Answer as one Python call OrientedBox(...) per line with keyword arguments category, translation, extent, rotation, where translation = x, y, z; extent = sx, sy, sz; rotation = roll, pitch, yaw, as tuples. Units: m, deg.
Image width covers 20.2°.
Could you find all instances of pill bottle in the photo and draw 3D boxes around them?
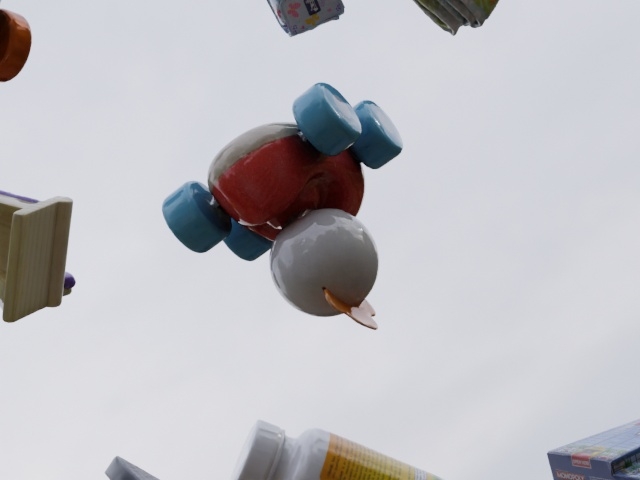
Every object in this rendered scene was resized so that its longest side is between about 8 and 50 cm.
OrientedBox(category="pill bottle", translation=(0.020, 0.303, 2.121), extent=(0.246, 0.136, 0.136), rotation=(23, -41, -5))

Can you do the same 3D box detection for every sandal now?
OrientedBox(category="sandal", translation=(-0.140, 0.243, 1.538), extent=(0.054, 0.097, 0.254), rotation=(-57, 16, -4))

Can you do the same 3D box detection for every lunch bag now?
OrientedBox(category="lunch bag", translation=(-0.020, -0.269, 1.955), extent=(0.071, 0.083, 0.053), rotation=(-23, -15, -10))

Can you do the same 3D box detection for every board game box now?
OrientedBox(category="board game box", translation=(0.364, 0.212, 1.788), extent=(0.194, 0.060, 0.194), rotation=(-20, 10, -30))

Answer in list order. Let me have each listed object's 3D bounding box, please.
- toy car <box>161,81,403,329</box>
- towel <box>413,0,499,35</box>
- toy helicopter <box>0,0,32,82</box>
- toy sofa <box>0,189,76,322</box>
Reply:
OrientedBox(category="toy car", translation=(0.000, 0.000, 1.862), extent=(0.219, 0.238, 0.210), rotation=(-35, -19, 18))
OrientedBox(category="towel", translation=(0.169, -0.498, 2.314), extent=(0.320, 0.090, 0.374), rotation=(40, -109, -38))
OrientedBox(category="toy helicopter", translation=(-0.484, -0.281, 2.082), extent=(0.355, 0.235, 0.140), rotation=(-14, -19, 41))
OrientedBox(category="toy sofa", translation=(-0.496, -0.021, 2.338), extent=(0.177, 0.363, 0.150), rotation=(-27, -52, -64))
